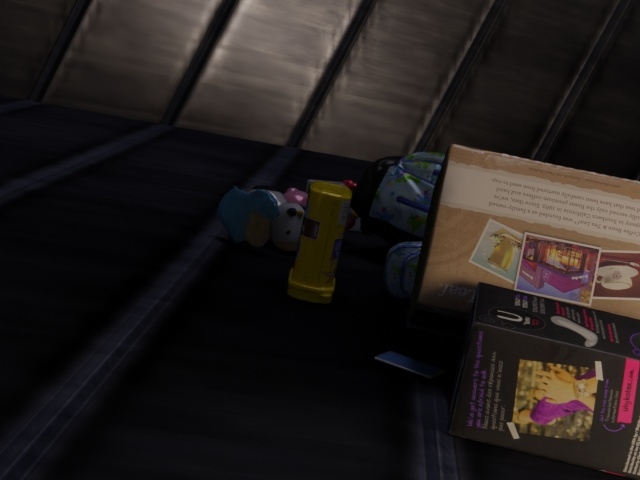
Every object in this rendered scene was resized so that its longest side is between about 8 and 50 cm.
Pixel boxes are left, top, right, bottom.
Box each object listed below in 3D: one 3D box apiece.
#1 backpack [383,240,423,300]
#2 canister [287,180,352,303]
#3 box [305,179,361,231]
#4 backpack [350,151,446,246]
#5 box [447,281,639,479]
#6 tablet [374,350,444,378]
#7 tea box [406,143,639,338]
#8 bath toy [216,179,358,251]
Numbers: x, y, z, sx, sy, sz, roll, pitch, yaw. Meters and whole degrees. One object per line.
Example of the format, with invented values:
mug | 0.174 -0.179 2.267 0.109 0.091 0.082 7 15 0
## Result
backpack | 0.161 0.053 1.894 0.114 0.105 0.084 7 10 1
canister | 0.000 0.000 1.813 0.073 0.170 0.126 12 11 -1
box | 0.031 -0.074 2.443 0.102 0.087 0.101 1 15 -42
backpack | 0.284 -0.038 2.195 0.355 0.273 0.290 38 6 38
box | 0.295 0.163 1.347 0.270 0.143 0.165 13 16 7
tablet | 0.117 0.164 1.535 0.083 0.006 0.054 18 12 25
tea box | 0.302 0.036 1.595 0.329 0.220 0.323 12 -8 3
bath toy | -0.032 -0.053 2.173 0.151 0.129 0.348 53 28 18
